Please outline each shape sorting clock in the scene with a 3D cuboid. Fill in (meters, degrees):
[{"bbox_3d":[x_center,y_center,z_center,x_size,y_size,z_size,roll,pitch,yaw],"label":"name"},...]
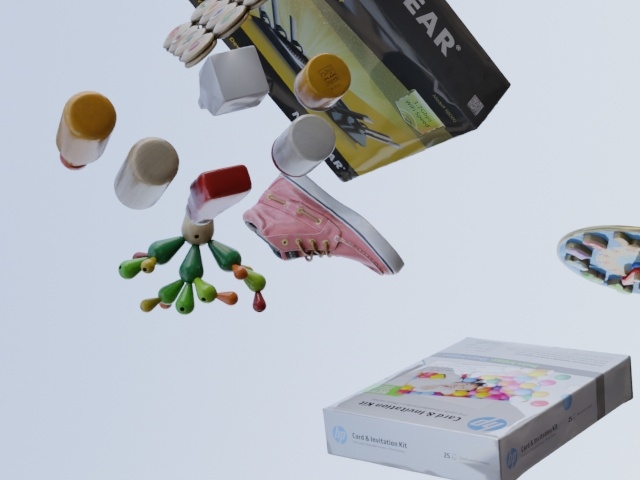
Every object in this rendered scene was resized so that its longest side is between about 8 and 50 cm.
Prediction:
[{"bbox_3d":[0.393,0.030,1.359,0.206,0.206,0.040,37,-120,-53],"label":"shape sorting clock"}]

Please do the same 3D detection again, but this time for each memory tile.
[{"bbox_3d":[-0.094,-0.206,1.010,0.113,0.148,0.012,-42,-67,-1],"label":"memory tile"}]

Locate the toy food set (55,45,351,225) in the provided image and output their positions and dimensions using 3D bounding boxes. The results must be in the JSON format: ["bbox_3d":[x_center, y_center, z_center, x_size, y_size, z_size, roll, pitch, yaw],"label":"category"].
[{"bbox_3d":[-0.089,-0.078,0.893,0.232,0.104,0.111,-17,-97,-22],"label":"toy food set"}]

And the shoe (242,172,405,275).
[{"bbox_3d":[0.000,0.000,1.130,0.081,0.178,0.063,-46,-30,-9],"label":"shoe"}]

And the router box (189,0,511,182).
[{"bbox_3d":[0.016,-0.222,1.176,0.309,0.243,0.081,49,-122,-14],"label":"router box"}]

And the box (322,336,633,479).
[{"bbox_3d":[0.115,0.116,0.791,0.186,0.145,0.038,-19,-74,-47],"label":"box"}]

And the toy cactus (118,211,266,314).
[{"bbox_3d":[-0.182,0.026,1.647,0.112,0.219,0.180,75,-160,-74],"label":"toy cactus"}]
